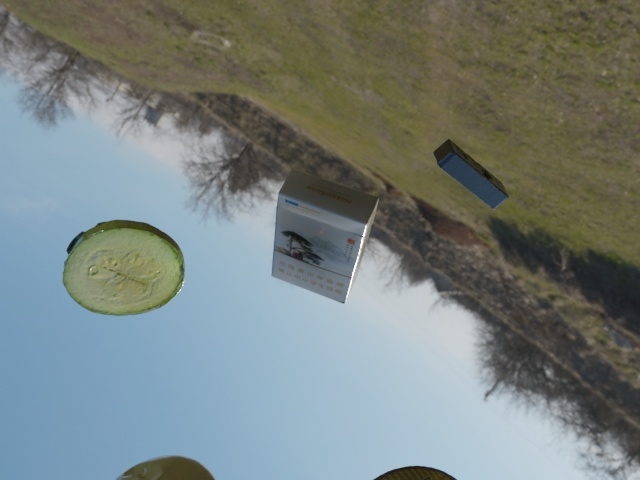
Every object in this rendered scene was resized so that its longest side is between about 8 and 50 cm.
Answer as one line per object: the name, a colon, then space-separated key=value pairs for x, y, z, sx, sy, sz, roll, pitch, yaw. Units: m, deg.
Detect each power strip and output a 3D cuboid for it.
power strip: x=0.188 y=-0.081 z=0.761 sx=0.111 sy=0.029 sz=0.037 roll=32 pitch=-149 yaw=-27

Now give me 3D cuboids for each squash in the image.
squash: x=-0.360 y=0.056 z=1.138 sx=0.219 sy=0.219 sz=0.041 roll=30 pitch=-153 yaw=-32

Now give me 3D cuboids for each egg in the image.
egg: x=-0.291 y=0.505 z=1.096 sx=0.219 sy=0.219 sz=0.269 roll=35 pitch=-157 yaw=14

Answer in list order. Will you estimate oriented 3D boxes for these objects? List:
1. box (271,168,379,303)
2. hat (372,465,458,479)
box: x=0.000 y=-0.001 z=1.029 sx=0.150 sy=0.067 sz=0.233 roll=18 pitch=142 yaw=6
hat: x=0.117 y=0.363 z=0.699 sx=0.193 sy=0.193 sz=0.082 roll=32 pitch=170 yaw=-12
